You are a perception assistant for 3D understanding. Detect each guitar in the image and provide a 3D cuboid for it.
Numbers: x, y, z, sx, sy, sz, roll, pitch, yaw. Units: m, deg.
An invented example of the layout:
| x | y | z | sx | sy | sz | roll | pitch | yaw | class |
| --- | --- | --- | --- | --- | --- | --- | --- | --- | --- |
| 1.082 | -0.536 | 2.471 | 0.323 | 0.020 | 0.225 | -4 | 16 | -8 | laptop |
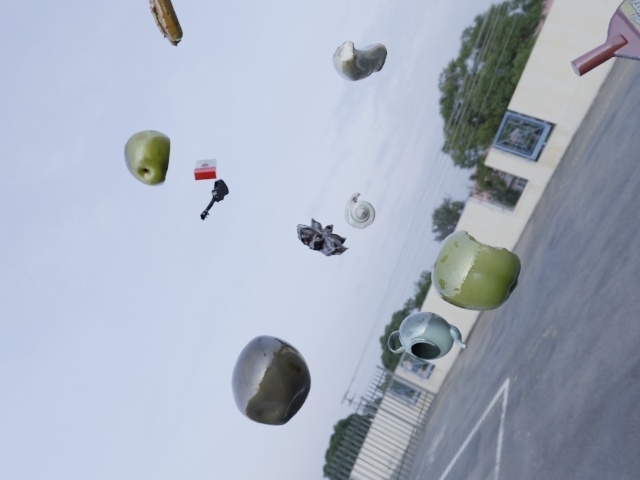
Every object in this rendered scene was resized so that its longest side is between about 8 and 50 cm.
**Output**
| x | y | z | sx | sy | sz | roll | pitch | yaw | class |
| --- | --- | --- | --- | --- | --- | --- | --- | --- | --- |
| -0.480 | -0.182 | 1.981 | 0.084 | 0.038 | 0.271 | 59 | -153 | -31 | guitar |

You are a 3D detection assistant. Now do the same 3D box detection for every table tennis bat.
| x | y | z | sx | sy | sz | roll | pitch | yaw | class |
| --- | --- | --- | --- | --- | --- | --- | --- | --- | --- |
| 0.714 | -0.464 | 0.954 | 0.310 | 0.201 | 0.038 | -29 | -31 | 24 | table tennis bat |

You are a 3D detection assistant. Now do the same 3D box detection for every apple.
| x | y | z | sx | sy | sz | roll | pitch | yaw | class |
| --- | --- | --- | --- | --- | --- | --- | --- | --- | --- |
| 0.486 | 0.100 | 1.399 | 0.279 | 0.278 | 0.279 | -57 | -18 | -30 | apple |

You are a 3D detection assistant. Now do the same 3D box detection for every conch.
| x | y | z | sx | sy | sz | roll | pitch | yaw | class |
| --- | --- | --- | --- | --- | --- | --- | --- | --- | --- |
| 0.128 | -0.095 | 1.394 | 0.094 | 0.104 | 0.176 | -53 | -2 | 19 | conch |

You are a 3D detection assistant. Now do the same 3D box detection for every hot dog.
| x | y | z | sx | sy | sz | roll | pitch | yaw | class |
| --- | --- | --- | --- | --- | --- | --- | --- | --- | --- |
| -0.518 | -0.756 | 1.413 | 0.076 | 0.104 | 0.250 | -27 | -56 | -21 | hot dog |

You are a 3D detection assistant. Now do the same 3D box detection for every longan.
| x | y | z | sx | sy | sz | roll | pitch | yaw | class |
| --- | --- | --- | --- | --- | --- | --- | --- | --- | --- |
| -0.169 | 0.474 | 1.501 | 0.288 | 0.288 | 0.350 | -52 | -17 | -41 | longan |

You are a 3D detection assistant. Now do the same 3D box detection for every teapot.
| x | y | z | sx | sy | sz | roll | pitch | yaw | class |
| --- | --- | --- | --- | --- | --- | --- | --- | --- | --- |
| 0.376 | 0.348 | 1.565 | 0.193 | 0.294 | 0.130 | 57 | -146 | -28 | teapot |

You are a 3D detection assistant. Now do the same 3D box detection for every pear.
| x | y | z | sx | sy | sz | roll | pitch | yaw | class |
| --- | --- | --- | --- | --- | --- | --- | --- | --- | --- |
| -0.428 | -0.203 | 1.076 | 0.141 | 0.103 | 0.141 | -37 | 48 | 57 | pear |

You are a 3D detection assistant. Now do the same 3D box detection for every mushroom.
| x | y | z | sx | sy | sz | roll | pitch | yaw | class |
| --- | --- | --- | --- | --- | --- | --- | --- | --- | --- |
| 0.125 | -0.575 | 1.398 | 0.123 | 0.095 | 0.351 | -57 | -7 | 31 | mushroom |

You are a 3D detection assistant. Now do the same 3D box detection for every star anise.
| x | y | z | sx | sy | sz | roll | pitch | yaw | class |
| --- | --- | --- | --- | --- | --- | --- | --- | --- | --- |
| -0.001 | -0.001 | 1.938 | 0.223 | 0.236 | 0.109 | -10 | -46 | -46 | star anise |

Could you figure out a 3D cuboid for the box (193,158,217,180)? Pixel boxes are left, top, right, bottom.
| x | y | z | sx | sy | sz | roll | pitch | yaw | class |
| --- | --- | --- | --- | --- | --- | --- | --- | --- | --- |
| -0.531 | -0.330 | 2.032 | 0.152 | 0.100 | 0.048 | -107 | 11 | -54 | box |
